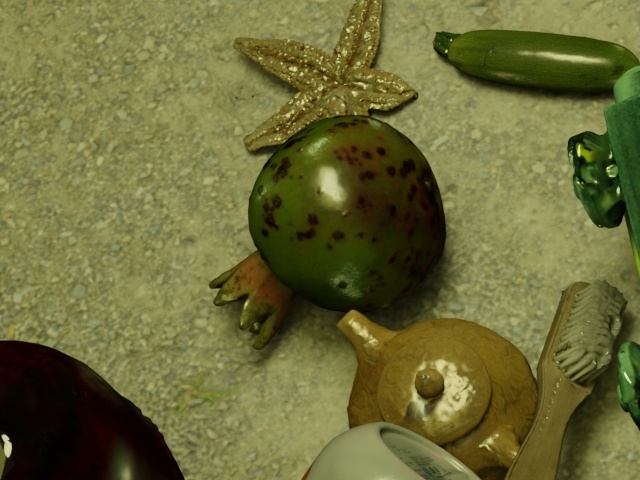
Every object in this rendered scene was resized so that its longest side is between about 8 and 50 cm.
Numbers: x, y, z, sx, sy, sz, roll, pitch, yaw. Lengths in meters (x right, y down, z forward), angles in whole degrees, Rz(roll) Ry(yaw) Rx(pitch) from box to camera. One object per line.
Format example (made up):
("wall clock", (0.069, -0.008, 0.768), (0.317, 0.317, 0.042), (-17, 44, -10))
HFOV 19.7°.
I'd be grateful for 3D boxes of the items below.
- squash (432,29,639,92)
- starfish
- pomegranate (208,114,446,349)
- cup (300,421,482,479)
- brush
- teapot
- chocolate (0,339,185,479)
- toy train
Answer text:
("squash", (0.243, -0.207, 2.119), (0.252, 0.066, 0.066), (8, 70, 21))
("starfish", (0.001, -0.195, 2.189), (0.231, 0.048, 0.295), (1, 76, 14))
("pomegranate", (-0.002, -0.008, 2.013), (0.286, 0.231, 0.231), (-31, 62, 2))
("cup", (0.030, 0.348, 1.805), (0.212, 0.212, 0.317), (39, 102, 27))
("brush", (0.254, 0.153, 1.880), (0.070, 0.065, 0.327), (35, 48, -8))
("teapot", (0.135, 0.179, 1.925), (0.311, 0.167, 0.203), (39, 81, 25))
("chocolate", (-0.339, 0.287, 1.936), (0.384, 0.331, 0.383), (-5, 68, 14))
("toy train", (0.390, 0.044, 1.849), (0.179, 0.272, 0.442), (-20, 63, 23))
